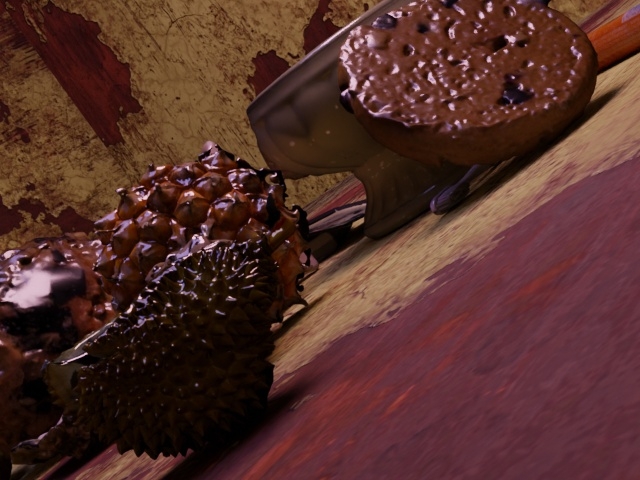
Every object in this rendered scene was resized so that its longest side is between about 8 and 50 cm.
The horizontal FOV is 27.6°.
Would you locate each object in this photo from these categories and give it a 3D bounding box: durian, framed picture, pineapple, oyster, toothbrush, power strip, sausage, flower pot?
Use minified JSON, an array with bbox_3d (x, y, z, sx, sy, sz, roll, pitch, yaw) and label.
[{"bbox_3d":[-0.092,0.084,1.042,0.237,0.137,0.193,-39,1,-7],"label":"durian"},{"bbox_3d":[0.033,-0.036,1.953,0.199,0.010,0.195,-14,10,45],"label":"framed picture"},{"bbox_3d":[-0.120,0.049,1.375,0.262,0.262,0.271,-35,16,3],"label":"pineapple"},{"bbox_3d":[-0.277,0.206,1.609,0.214,0.083,0.223,-34,-3,-42],"label":"oyster"},{"bbox_3d":[0.216,-0.109,1.565,0.029,0.024,0.354,-26,9,38],"label":"toothbrush"},{"bbox_3d":[0.000,0.000,2.039,0.092,0.034,0.268,-35,4,12],"label":"power strip"},{"bbox_3d":[0.385,-0.262,1.734,0.053,0.053,0.348,-37,4,-24],"label":"sausage"},{"bbox_3d":[0.077,-0.152,1.689,0.307,0.244,0.307,-36,2,1],"label":"flower pot"}]

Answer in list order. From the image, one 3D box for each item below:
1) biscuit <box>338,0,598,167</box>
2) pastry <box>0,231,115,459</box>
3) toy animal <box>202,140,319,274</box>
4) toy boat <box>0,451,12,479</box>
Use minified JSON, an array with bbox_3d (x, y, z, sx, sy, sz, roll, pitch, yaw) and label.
[{"bbox_3d":[0.165,-0.183,1.462,0.296,0.296,0.075,-38,-38,-28],"label":"biscuit"},{"bbox_3d":[-0.396,0.142,1.881,0.337,0.292,0.405,-37,-13,22],"label":"pastry"},{"bbox_3d":[-0.143,0.029,1.740,0.269,0.237,0.326,-48,14,-27],"label":"toy animal"},{"bbox_3d":[-0.518,0.346,1.915,0.141,0.099,0.318,-39,6,3],"label":"toy boat"}]
